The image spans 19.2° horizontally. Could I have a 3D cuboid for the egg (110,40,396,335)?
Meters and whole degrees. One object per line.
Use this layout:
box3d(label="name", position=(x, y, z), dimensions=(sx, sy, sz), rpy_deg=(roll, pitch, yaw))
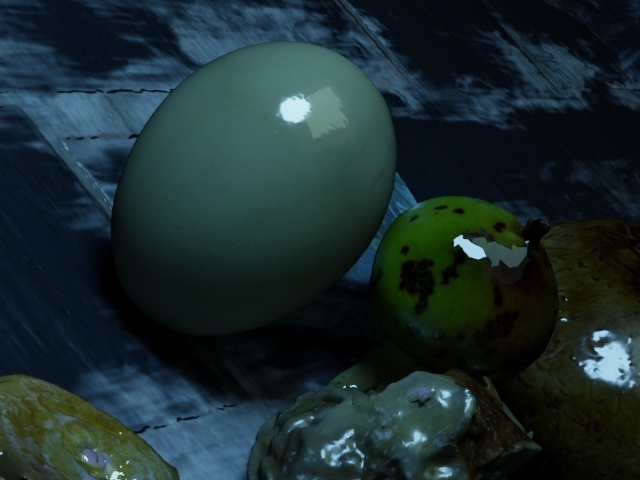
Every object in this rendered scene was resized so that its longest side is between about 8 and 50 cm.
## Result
box3d(label="egg", position=(-0.051, -0.036, 1.389), dimensions=(0.186, 0.241, 0.186), rpy_deg=(39, 4, -4))

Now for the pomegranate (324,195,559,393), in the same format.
box3d(label="pomegranate", position=(0.097, 0.067, 1.489), dimensions=(0.156, 0.220, 0.156), rpy_deg=(31, 1, -1))

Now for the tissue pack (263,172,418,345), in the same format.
box3d(label="tissue pack", position=(0.000, 0.000, 1.612), dimensions=(0.257, 0.081, 0.185), rpy_deg=(12, 39, -48))

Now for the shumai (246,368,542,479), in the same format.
box3d(label="shumai", position=(0.054, 0.151, 1.326), dimensions=(0.166, 0.175, 0.206), rpy_deg=(41, 20, -6))

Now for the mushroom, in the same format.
box3d(label="mushroom", position=(0.282, 0.113, 1.699), dimensions=(0.345, 0.239, 0.345), rpy_deg=(14, 8, -2))

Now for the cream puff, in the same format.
box3d(label="cream puff", position=(-0.152, 0.166, 1.034), dimensions=(0.189, 0.129, 0.189), rpy_deg=(31, 19, -12))
